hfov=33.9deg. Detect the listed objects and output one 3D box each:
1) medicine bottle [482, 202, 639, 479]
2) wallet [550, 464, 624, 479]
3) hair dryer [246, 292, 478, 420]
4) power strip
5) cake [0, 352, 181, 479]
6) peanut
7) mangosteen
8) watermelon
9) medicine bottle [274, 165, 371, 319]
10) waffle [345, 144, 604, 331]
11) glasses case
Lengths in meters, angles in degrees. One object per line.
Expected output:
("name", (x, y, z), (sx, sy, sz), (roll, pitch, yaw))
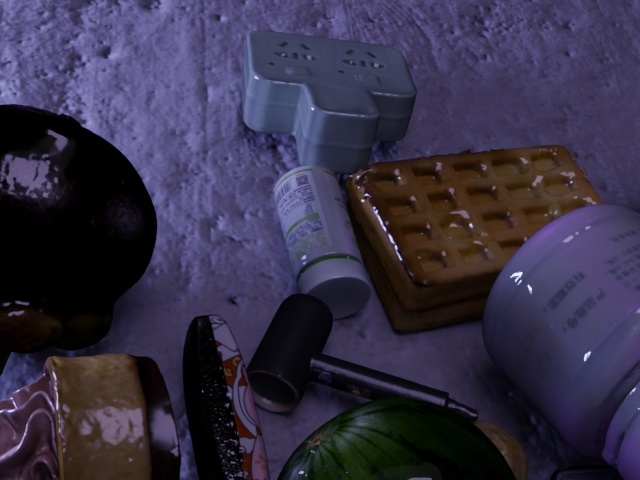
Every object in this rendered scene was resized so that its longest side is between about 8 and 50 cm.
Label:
("medicine bottle", (0.344, 0.131, 1.109), (0.241, 0.241, 0.302), (-17, 45, -25))
("wallet", (0.341, 0.334, 1.094), (0.167, 0.036, 0.222), (0, 51, -14))
("hair dryer", (0.053, 0.146, 1.161), (0.255, 0.070, 0.128), (15, 46, 9))
("power strip", (0.010, -0.171, 1.429), (0.229, 0.141, 0.261), (4, 34, -10))
("cake", (-0.241, 0.199, 0.968), (0.178, 0.208, 0.185), (-1, 80, -29))
("peanut", (0.185, 0.266, 1.083), (0.089, 0.089, 0.193), (-1, 49, -13))
("mangosteen", (-0.321, -0.001, 1.117), (0.287, 0.287, 0.233), (-28, 50, -31))
("watermelon", (0.071, 0.268, 0.954), (0.242, 0.242, 0.242), (6, 48, -7))
("medicine bottle", (0.000, 0.000, 1.280), (0.086, 0.086, 0.183), (-3, 50, -15))
("waffle", (0.211, -0.013, 1.334), (0.328, 0.098, 0.224), (-8, 53, -22))
("glasses case", (-0.098, 0.196, 1.074), (0.067, 0.103, 0.266), (-3, 51, -17))
